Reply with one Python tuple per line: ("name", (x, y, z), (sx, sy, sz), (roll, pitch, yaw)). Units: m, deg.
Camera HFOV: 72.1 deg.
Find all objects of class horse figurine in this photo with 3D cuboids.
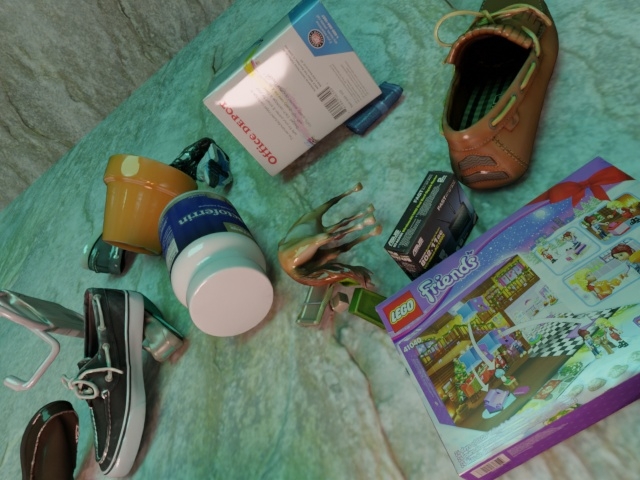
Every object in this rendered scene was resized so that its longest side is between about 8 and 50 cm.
("horse figurine", (0.000, 0.000, 0.625), (0.175, 0.066, 0.263), (-30, 20, 10))

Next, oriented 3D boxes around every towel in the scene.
("towel", (0.101, -0.253, 0.844), (0.119, 0.029, 0.067), (-43, 37, 1))

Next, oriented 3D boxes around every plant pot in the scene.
("plant pot", (-0.412, -0.071, 1.024), (0.205, 0.205, 0.187), (0, 72, 42))

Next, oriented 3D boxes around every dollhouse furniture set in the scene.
("dollhouse furniture set", (0.033, 0.089, 0.604), (0.152, 0.059, 0.076), (-16, 51, 58))

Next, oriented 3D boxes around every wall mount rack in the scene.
("wall mount rack", (-0.565, 0.158, 0.807), (0.304, 0.350, 0.130), (31, 74, 8))

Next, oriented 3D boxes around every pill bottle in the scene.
("pill bottle", (-0.180, 0.031, 0.742), (0.153, 0.153, 0.264), (-43, 39, 2))

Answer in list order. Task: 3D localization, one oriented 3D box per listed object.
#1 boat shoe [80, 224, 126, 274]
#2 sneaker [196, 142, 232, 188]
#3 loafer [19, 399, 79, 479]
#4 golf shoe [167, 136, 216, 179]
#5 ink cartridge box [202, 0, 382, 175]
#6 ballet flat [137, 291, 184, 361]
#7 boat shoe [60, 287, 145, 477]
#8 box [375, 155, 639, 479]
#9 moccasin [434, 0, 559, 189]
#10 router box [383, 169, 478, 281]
("boat shoe", (-0.497, -0.042, 1.163), (0.099, 0.116, 0.319), (18, 52, 2))
("sneaker", (-0.266, -0.163, 1.072), (0.083, 0.071, 0.190), (-42, 30, 14))
("loafer", (-0.413, 0.363, 0.686), (0.079, 0.080, 0.219), (4, 87, 29))
("golf shoe", (-0.359, -0.202, 1.186), (0.198, 0.077, 0.094), (-38, 27, -2))
("ink cartridge box", (-0.059, -0.309, 0.877), (0.270, 0.198, 0.197), (-35, 30, 15))
("ballet flat", (-0.324, 0.158, 0.819), (0.068, 0.072, 0.213), (-50, 39, -15))
("boat shoe", (-0.352, 0.218, 0.713), (0.113, 0.105, 0.306), (-28, 58, 38))
("box", (0.218, 0.067, 0.429), (0.293, 0.057, 0.200), (-36, 40, 11))
("moccasin", (0.242, -0.254, 0.624), (0.139, 0.147, 0.379), (2, 58, 43))
("router box", (0.139, -0.011, 0.542), (0.038, 0.092, 0.122), (15, 67, 48))
